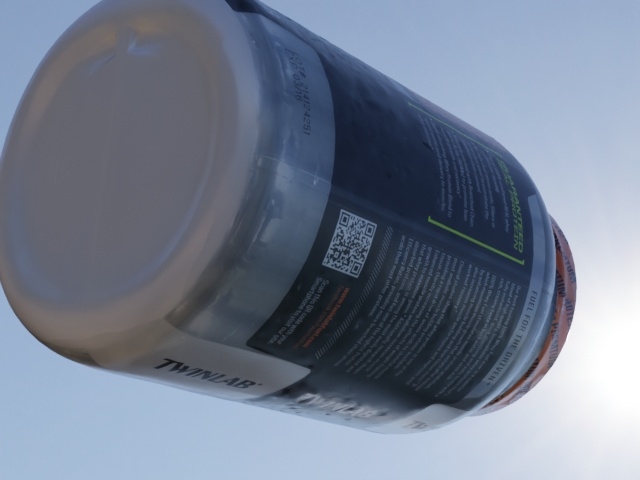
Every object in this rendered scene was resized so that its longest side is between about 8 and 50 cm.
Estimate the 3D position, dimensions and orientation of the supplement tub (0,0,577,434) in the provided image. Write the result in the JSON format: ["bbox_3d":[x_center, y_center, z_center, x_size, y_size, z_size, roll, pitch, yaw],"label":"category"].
[{"bbox_3d":[0.000,0.000,0.684,0.193,0.194,0.316,-15,-24,37],"label":"supplement tub"}]
